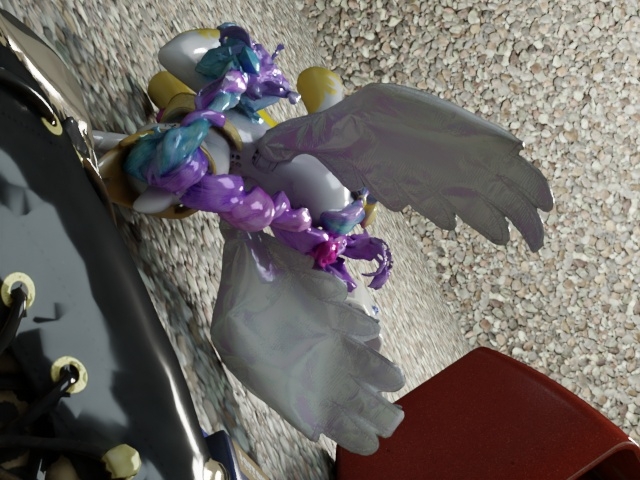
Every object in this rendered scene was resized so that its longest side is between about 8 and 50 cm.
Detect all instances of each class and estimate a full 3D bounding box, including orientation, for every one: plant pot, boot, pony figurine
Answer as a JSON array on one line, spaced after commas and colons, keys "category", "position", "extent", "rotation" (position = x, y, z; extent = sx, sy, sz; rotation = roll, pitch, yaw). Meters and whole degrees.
[{"category": "plant pot", "position": [0.162, 0.262, 1.263], "extent": [0.267, 0.267, 0.236], "rotation": [56, 0, -36]}, {"category": "boot", "position": [-0.147, 0.031, 0.531], "extent": [0.377, 0.138, 0.284], "rotation": [49, 16, -76]}, {"category": "pony figurine", "position": [-0.025, -0.042, 1.122], "extent": [0.351, 0.303, 0.363], "rotation": [30, 19, -6]}]

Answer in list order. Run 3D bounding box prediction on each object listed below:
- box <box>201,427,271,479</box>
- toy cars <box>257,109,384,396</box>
[{"category": "box", "position": [-0.035, 0.222, 0.907], "extent": [0.136, 0.036, 0.225], "rotation": [54, 12, -44]}, {"category": "toy cars", "position": [0.000, 0.000, 1.542], "extent": [0.393, 0.087, 0.176], "rotation": [67, 10, 23]}]
